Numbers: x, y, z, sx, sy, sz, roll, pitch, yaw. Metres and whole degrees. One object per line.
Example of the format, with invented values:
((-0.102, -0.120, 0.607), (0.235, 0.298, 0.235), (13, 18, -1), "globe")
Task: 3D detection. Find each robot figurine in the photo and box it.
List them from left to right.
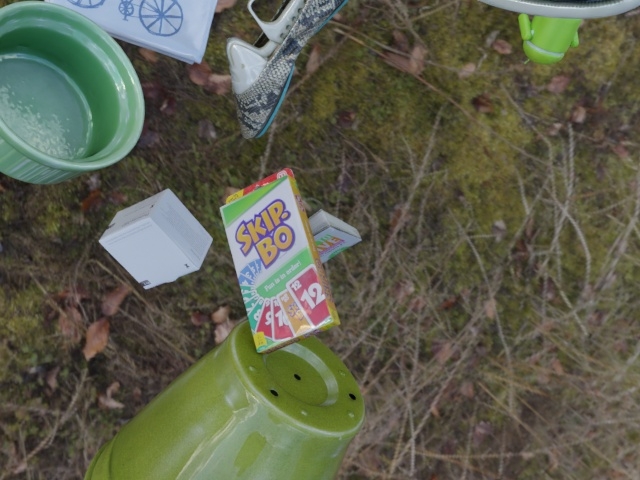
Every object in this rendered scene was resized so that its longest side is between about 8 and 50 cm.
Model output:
((0.349, -0.316, 1.053), (0.101, 0.067, 0.115), (-1, 133, -21), "robot figurine")

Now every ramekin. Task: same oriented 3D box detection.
((-0.479, -0.245, 1.227), (0.303, 0.148, 0.303), (21, 60, -41), "ramekin")

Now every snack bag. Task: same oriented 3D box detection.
((-0.352, -0.567, 1.403), (0.323, 0.037, 0.342), (15, 97, -19), "snack bag")

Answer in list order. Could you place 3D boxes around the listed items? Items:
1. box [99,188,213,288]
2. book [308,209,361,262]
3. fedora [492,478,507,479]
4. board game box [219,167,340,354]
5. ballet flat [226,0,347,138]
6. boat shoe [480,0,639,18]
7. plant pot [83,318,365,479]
((-0.395, 0.000, 1.693), (0.181, 0.119, 0.182), (-20, 123, 28), "box")
((0.000, 0.000, 1.193), (0.096, 0.035, 0.144), (-32, 159, 17), "book")
((0.284, 0.417, 0.944), (0.124, 0.275, 0.243), (-51, 159, -15), "fedora")
((-0.066, 0.023, 1.026), (0.124, 0.259, 0.039), (-24, 155, 17), "board game box")
((-0.099, -0.459, 1.546), (0.182, 0.164, 0.482), (23, 112, -36), "ballet flat")
((0.100, -0.284, 0.504), (0.127, 0.340, 0.113), (-40, 155, -4), "boat shoe")
((-0.123, 0.320, 1.087), (0.367, 0.366, 0.353), (20, 116, -34), "plant pot")
